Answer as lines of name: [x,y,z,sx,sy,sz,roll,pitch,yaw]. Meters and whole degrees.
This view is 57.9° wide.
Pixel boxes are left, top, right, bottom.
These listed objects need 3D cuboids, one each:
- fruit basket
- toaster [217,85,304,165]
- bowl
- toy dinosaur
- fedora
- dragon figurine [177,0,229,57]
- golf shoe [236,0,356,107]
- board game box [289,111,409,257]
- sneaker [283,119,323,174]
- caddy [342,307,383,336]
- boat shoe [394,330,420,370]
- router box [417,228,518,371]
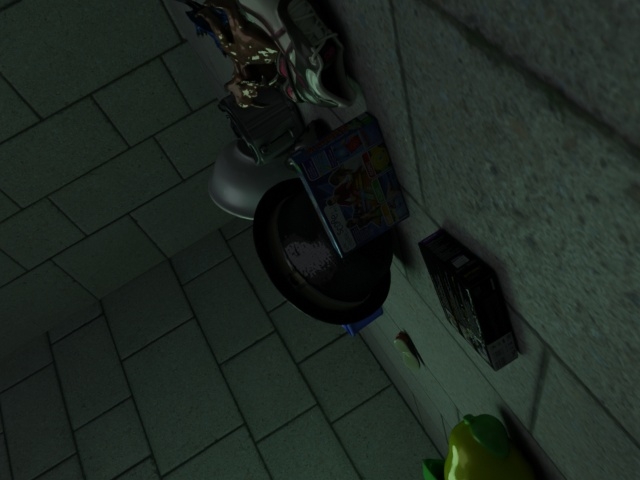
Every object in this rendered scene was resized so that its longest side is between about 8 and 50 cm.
fruit basket: [0.368,0.532,1.182,0.392,0.282,0.392,-169,90,-75]
toaster: [-0.141,-0.295,1.388,0.227,0.146,0.129,53,171,41]
bowl: [-0.145,-0.195,1.497,0.298,0.297,0.134,54,151,39]
toy dinosaur: [-0.100,-0.340,0.992,0.200,0.127,0.295,53,164,-18]
fedora: [0.035,-0.007,1.150,0.334,0.334,0.152,58,141,7]
dragon figurine: [-0.255,-0.516,1.347,0.289,0.085,0.144,44,177,1]
golf shoe: [-0.025,-0.292,0.774,0.120,0.105,0.273,33,165,38]
board game box: [0.052,-0.082,0.907,0.035,0.136,0.201,52,171,50]
sneaker: [-0.012,-0.184,1.259,0.106,0.101,0.267,40,177,-3]
caddy: [0.066,0.173,1.906,0.241,0.179,0.341,55,174,38]
boat shoe: [0.264,0.333,1.731,0.137,0.049,0.043,58,-143,-20]
router box: [0.214,0.086,0.840,0.179,0.046,0.133,63,173,-35]
